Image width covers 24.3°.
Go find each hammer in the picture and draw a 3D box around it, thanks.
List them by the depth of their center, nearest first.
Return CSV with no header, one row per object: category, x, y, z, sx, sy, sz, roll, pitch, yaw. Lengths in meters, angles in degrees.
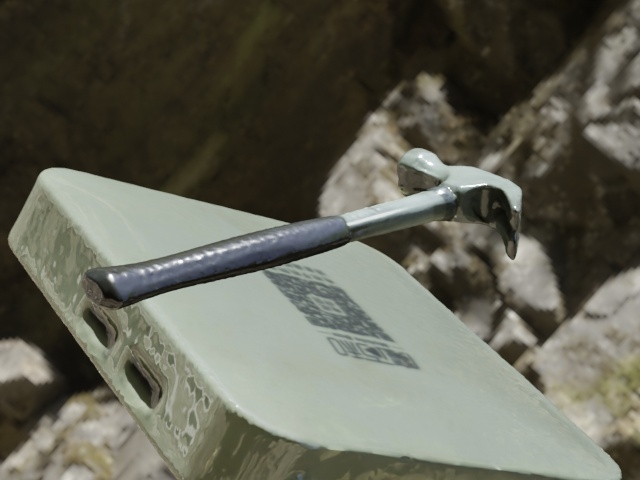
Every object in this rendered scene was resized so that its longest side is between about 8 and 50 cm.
hammer,0.000,0.000,0.715,0.246,0.029,0.103,-15,27,-38

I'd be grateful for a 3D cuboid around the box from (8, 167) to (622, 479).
box,-0.008,0.089,1.080,0.367,0.090,0.373,13,21,-39
